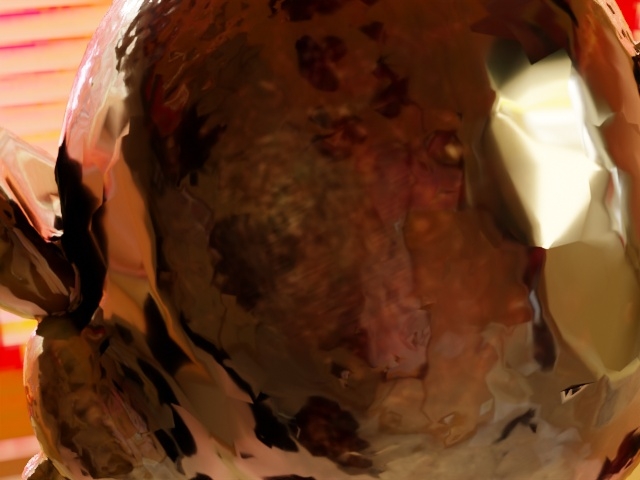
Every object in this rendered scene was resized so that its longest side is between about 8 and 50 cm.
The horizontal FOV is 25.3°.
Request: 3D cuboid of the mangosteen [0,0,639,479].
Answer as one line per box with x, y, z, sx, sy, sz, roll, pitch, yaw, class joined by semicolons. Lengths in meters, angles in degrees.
0.013;-0.003;0.638;0.330;0.330;0.330;1;-149;0;mangosteen
